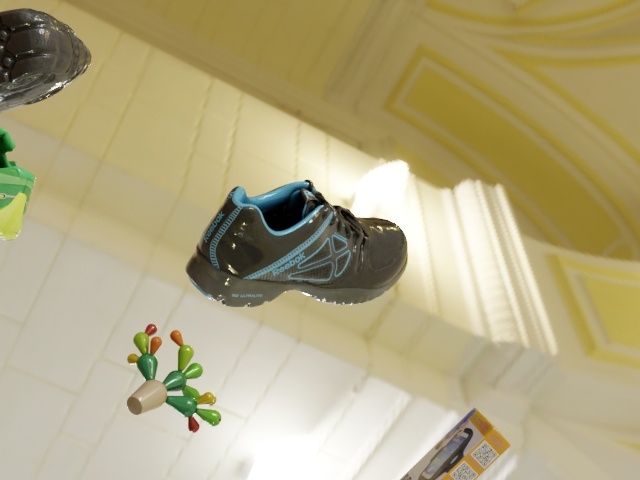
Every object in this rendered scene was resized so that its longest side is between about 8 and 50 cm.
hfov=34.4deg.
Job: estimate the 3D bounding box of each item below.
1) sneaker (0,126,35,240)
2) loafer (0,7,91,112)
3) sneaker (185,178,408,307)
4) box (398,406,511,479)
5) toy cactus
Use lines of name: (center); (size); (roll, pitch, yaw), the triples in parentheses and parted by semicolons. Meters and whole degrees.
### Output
sneaker: (-0.466, -0.107, 1.377); (0.295, 0.109, 0.123); (35, -87, 33)
loafer: (-0.270, -0.114, 0.739); (0.078, 0.223, 0.076); (8, 75, -72)
sneaker: (0.000, 0.000, 1.301); (0.125, 0.340, 0.140); (46, -55, 33)
box: (0.116, 0.223, 0.988); (0.136, 0.028, 0.081); (-42, -173, -1)
toy cactus: (-0.274, 0.253, 1.793); (0.112, 0.219, 0.180); (-38, 174, 33)
